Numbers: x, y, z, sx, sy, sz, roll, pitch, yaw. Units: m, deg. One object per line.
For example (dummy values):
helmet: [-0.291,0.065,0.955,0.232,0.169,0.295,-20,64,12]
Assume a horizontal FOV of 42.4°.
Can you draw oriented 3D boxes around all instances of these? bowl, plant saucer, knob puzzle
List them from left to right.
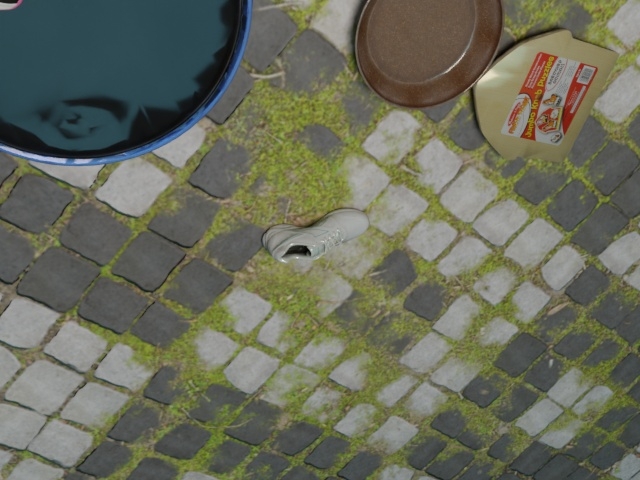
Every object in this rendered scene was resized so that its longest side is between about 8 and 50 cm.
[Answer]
bowl: [-0.257,-0.253,0.859,0.391,0.077,0.391,-9,125,-14]
plant saucer: [0.132,-0.260,1.023,0.199,0.036,0.198,-9,124,-14]
knob puzzle: [0.287,-0.200,1.124,0.213,0.030,0.213,-10,126,-14]

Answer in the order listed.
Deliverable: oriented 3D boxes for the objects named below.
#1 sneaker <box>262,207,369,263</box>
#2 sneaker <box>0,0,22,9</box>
sneaker: [0.000,0.000,1.135,0.152,0.061,0.053,-16,125,-11]
sneaker: [-0.335,-0.273,0.728,0.170,0.063,0.075,32,114,-29]
